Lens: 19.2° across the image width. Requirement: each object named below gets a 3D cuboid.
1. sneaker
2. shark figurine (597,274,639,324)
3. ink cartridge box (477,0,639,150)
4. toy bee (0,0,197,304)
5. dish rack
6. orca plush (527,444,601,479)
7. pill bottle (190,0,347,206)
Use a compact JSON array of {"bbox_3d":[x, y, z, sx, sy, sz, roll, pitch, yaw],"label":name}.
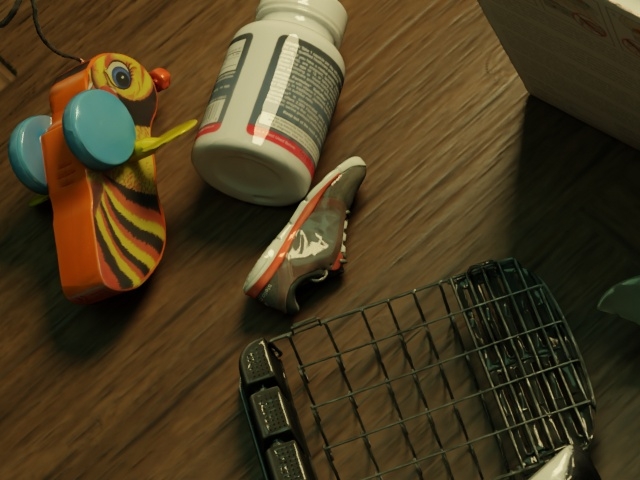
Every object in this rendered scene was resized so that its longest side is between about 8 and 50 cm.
[{"bbox_3d":[0.000,0.000,1.617,0.065,0.061,0.158,37,75,1],"label":"sneaker"},{"bbox_3d":[0.263,0.079,1.435,0.116,0.166,0.278,11,73,12],"label":"shark figurine"},{"bbox_3d":[0.259,-0.157,1.433,0.308,0.385,0.091,32,82,27],"label":"ink cartridge box"},{"bbox_3d":[-0.181,-0.100,1.652,0.195,0.162,0.298,7,102,39],"label":"toy bee"},{"bbox_3d":[0.076,0.133,1.505,0.271,0.074,0.208,-20,60,1],"label":"dish rack"},{"bbox_3d":[0.113,0.282,1.386,0.287,0.151,0.102,-41,82,-8],"label":"orca plush"},{"bbox_3d":[-0.037,-0.131,1.659,0.108,0.108,0.180,9,64,19],"label":"pill bottle"}]
